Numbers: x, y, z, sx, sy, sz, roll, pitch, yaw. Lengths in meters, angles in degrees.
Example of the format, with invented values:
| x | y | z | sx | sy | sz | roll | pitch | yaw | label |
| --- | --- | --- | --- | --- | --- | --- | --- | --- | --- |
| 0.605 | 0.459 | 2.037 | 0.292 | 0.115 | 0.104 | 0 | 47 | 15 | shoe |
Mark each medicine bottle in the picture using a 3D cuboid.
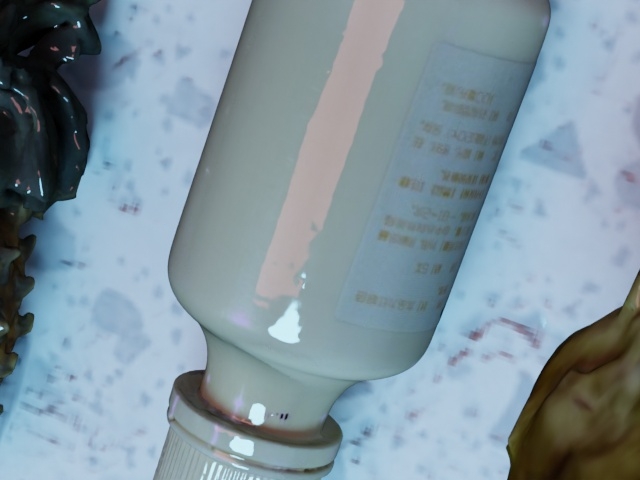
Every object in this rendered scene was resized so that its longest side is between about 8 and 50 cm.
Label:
| x | y | z | sx | sy | sz | roll | pitch | yaw | label |
| --- | --- | --- | --- | --- | --- | --- | --- | --- | --- |
| 0.000 | 0.000 | 0.719 | 0.114 | 0.114 | 0.252 | 24 | 104 | 20 | medicine bottle |

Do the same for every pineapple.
| x | y | z | sx | sy | sz | roll | pitch | yaw | label |
| --- | --- | --- | --- | --- | --- | --- | --- | --- | --- |
| -0.176 | -0.042 | 0.790 | 0.170 | 0.141 | 0.310 | 30 | 100 | 44 | pineapple |

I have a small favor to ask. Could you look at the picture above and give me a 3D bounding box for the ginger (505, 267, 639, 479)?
| x | y | z | sx | sy | sz | roll | pitch | yaw | label |
| --- | --- | --- | --- | --- | --- | --- | --- | --- | --- |
| 0.169 | 0.198 | 0.582 | 0.152 | 0.274 | 0.357 | -19 | 122 | 10 | ginger |
